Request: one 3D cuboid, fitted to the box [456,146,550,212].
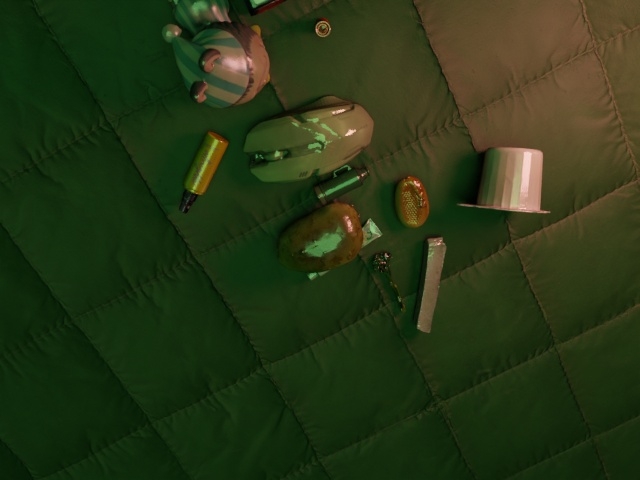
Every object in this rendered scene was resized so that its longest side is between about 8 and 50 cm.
[{"bbox_3d":[0.604,-0.202,1.884,0.291,0.262,0.207,6,96,1],"label":"box"}]

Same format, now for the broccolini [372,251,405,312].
[{"bbox_3d":[0.254,0.155,2.040,0.071,0.057,0.254,-9,113,42],"label":"broccolini"}]

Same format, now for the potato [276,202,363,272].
[{"bbox_3d":[0.000,0.000,1.894,0.307,0.173,0.210,-22,104,5],"label":"potato"}]

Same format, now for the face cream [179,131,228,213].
[{"bbox_3d":[-0.387,-0.212,1.829,0.078,0.078,0.273,26,104,-14],"label":"face cream"}]

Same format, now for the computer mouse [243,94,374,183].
[{"bbox_3d":[-0.030,-0.314,1.803,0.428,0.145,0.228,-17,112,0],"label":"computer mouse"}]

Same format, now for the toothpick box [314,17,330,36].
[{"bbox_3d":[0.005,-0.645,1.725,0.047,0.083,0.047,-1,118,-1],"label":"toothpick box"}]

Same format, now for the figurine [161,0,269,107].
[{"bbox_3d":[-0.291,-0.542,1.574,0.266,0.378,0.361,-29,111,3],"label":"figurine"}]

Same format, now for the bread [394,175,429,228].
[{"bbox_3d":[0.309,-0.133,1.938,0.114,0.077,0.189,-5,111,16],"label":"bread"}]

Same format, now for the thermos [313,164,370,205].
[{"bbox_3d":[0.072,-0.193,1.895,0.187,0.073,0.083,-26,76,2],"label":"thermos"}]

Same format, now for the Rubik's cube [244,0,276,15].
[{"bbox_3d":[-0.119,-0.808,1.552,0.293,0.283,0.289,-23,109,-2],"label":"Rubik's cube"}]

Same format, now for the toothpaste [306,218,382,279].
[{"bbox_3d":[0.077,0.039,1.987,0.296,0.048,0.075,-37,102,3],"label":"toothpaste"}]

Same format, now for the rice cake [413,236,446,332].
[{"bbox_3d":[0.392,0.159,2.053,0.072,0.056,0.365,0,108,-13],"label":"rice cake"}]
